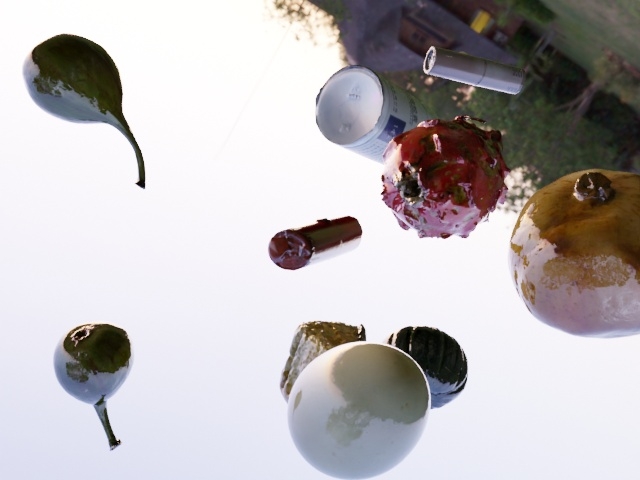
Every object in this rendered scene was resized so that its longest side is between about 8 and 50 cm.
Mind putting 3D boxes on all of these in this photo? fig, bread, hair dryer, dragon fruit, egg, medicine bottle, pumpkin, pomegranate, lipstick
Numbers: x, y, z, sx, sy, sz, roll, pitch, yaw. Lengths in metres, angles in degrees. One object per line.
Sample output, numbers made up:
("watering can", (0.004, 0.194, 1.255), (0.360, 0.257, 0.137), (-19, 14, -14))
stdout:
("fig", (-0.305, -0.175, 0.895), (0.236, 0.124, 0.124), (52, -160, -7))
("bread", (0.002, 0.278, 1.344), (0.162, 0.204, 0.262), (17, -172, 4))
("hair dryer", (0.279, -0.366, 1.314), (0.195, 0.054, 0.220), (8, -153, -17))
("dragon fruit", (0.191, -0.097, 1.058), (0.210, 0.205, 0.268), (6, -163, 30))
("egg", (0.056, 0.240, 0.929), (0.188, 0.254, 0.189), (15, -128, -20))
("fig", (-0.417, 0.274, 1.251), (0.151, 0.259, 0.151), (-4, -148, 3))
("medicine bottle", (0.153, -0.289, 1.595), (0.190, 0.190, 0.332), (45, -161, 30))
("pumpkin", (0.235, 0.298, 1.520), (0.220, 0.220, 0.162), (29, -139, -10))
("pomegranate", (0.340, 0.013, 0.790), (0.215, 0.215, 0.215), (28, -159, -12))
("lipstick", (0.001, 0.001, 1.067), (0.073, 0.073, 0.279), (37, -164, 13))
